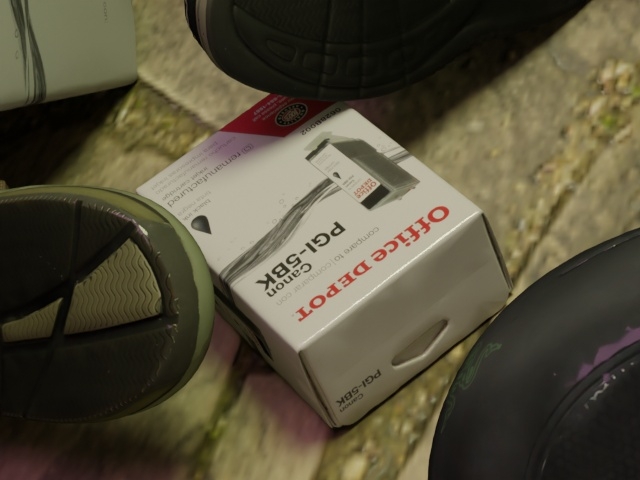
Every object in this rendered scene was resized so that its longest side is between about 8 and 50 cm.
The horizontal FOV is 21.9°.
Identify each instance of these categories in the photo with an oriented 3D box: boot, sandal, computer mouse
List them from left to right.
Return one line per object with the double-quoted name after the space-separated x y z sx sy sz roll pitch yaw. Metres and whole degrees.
-0.157 0.021 0.731 0.303 0.120 0.086 8 15 35 "sandal"
0.001 -0.143 0.780 0.236 0.085 0.178 -20 35 -34 "boot"
0.136 0.015 0.580 0.272 0.072 0.188 -37 8 -2 "computer mouse"

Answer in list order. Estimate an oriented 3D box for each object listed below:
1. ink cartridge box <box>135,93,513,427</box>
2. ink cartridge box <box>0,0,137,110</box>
0.000 0.000 0.704 0.099 0.056 0.135 -37 46 -13 "ink cartridge box"
-0.237 -0.108 0.752 0.211 0.121 0.289 -3 9 20 "ink cartridge box"
